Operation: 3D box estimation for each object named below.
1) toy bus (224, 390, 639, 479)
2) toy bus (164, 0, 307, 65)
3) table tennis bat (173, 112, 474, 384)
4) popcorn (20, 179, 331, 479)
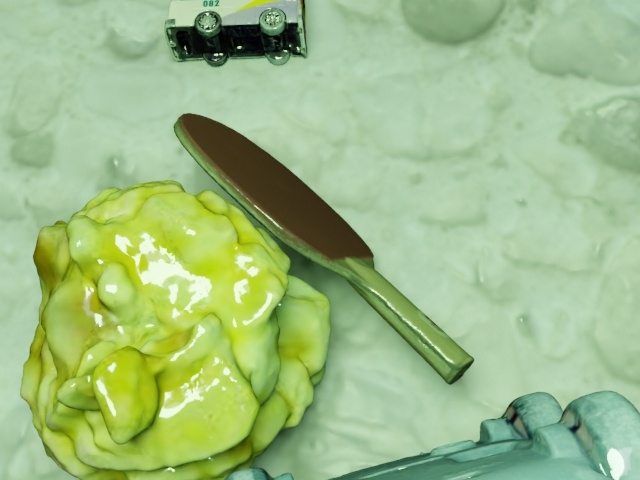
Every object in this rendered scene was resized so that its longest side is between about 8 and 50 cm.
[{"bbox_3d":[0.066,0.208,0.555,0.197,0.294,0.231,-14,82,-6],"label":"toy bus"},{"bbox_3d":[-0.062,-0.167,0.848,0.102,0.052,0.058,-1,65,4],"label":"toy bus"},{"bbox_3d":[0.000,0.000,0.726,0.246,0.138,0.022,43,104,18],"label":"table tennis bat"},{"bbox_3d":[-0.092,0.062,0.668,0.167,0.187,0.185,5,51,17],"label":"popcorn"}]
